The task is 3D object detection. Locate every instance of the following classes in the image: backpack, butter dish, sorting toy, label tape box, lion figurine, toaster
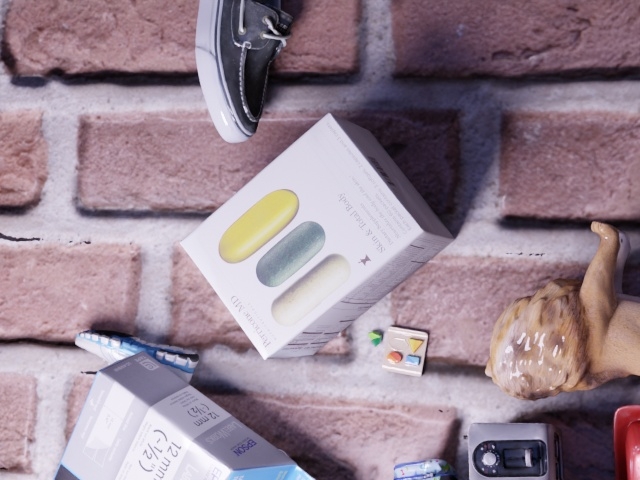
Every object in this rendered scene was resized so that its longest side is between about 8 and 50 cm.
[{"bbox_3d":[0.131,0.337,1.669,0.114,0.105,0.084,-13,60,17],"label":"backpack"},{"bbox_3d":[0.437,0.293,1.549,0.160,0.118,0.160,-1,108,18],"label":"butter dish"},{"bbox_3d":[0.102,0.150,1.734,0.083,0.012,0.062,9,90,18],"label":"sorting toy"},{"bbox_3d":[-0.187,0.354,1.730,0.348,0.115,0.249,34,114,19],"label":"label tape box"},{"bbox_3d":[0.413,0.122,1.569,0.392,0.142,0.240,15,90,18],"label":"lion figurine"},{"bbox_3d":[0.248,0.317,1.601,0.110,0.186,0.168,-3,78,15],"label":"toaster"}]

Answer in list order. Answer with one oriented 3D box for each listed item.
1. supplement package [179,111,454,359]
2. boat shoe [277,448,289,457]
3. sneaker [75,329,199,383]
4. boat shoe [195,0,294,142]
[{"bbox_3d":[0.000,0.000,1.678,0.263,0.198,0.199,-40,77,12],"label":"supplement package"},{"bbox_3d":[-0.074,0.361,1.763,0.049,0.040,0.142,8,89,18],"label":"boat shoe"},{"bbox_3d":[-0.272,0.181,1.825,0.191,0.071,0.082,15,97,18],"label":"sneaker"},{"bbox_3d":[-0.098,-0.306,1.768,0.119,0.121,0.335,-5,83,22],"label":"boat shoe"}]
